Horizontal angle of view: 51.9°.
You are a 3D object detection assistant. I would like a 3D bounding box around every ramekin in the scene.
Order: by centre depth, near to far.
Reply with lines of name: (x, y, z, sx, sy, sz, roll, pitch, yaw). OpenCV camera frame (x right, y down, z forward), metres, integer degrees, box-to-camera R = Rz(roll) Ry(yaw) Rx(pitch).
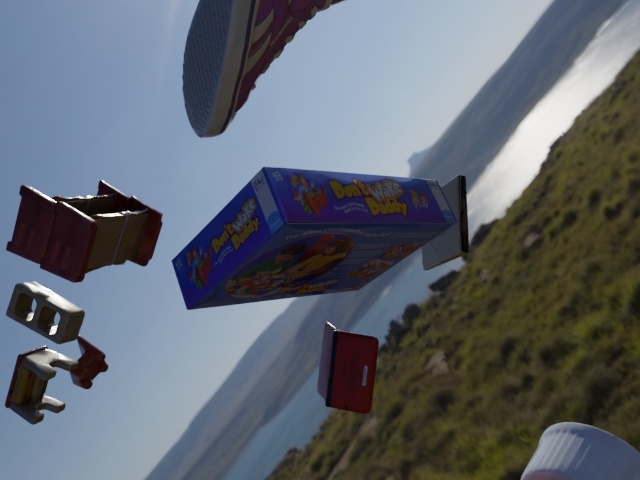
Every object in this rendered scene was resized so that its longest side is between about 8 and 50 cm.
ramekin: (0.546, 0.522, 1.339, 0.135, 0.277, 0.277, -37, -10, -34)

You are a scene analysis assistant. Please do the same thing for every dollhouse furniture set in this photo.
dollhouse furniture set: (-0.437, 0.096, 1.145, 0.374, 0.152, 0.201, -69, -17, 12)

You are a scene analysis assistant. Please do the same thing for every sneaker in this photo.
sneaker: (-0.042, -0.227, 0.686, 0.161, 0.102, 0.282, -2, -49, -36)

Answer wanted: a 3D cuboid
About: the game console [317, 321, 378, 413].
game console: (0.048, 0.235, 1.230, 0.085, 0.124, 0.144, -10, -74, -75)

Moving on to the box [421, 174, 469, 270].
box: (0.263, -0.032, 1.415, 0.201, 0.021, 0.165, 141, 131, -70)

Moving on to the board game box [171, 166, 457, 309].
board game box: (0.000, 0.000, 0.938, 0.347, 0.078, 0.233, -1, -28, -46)
